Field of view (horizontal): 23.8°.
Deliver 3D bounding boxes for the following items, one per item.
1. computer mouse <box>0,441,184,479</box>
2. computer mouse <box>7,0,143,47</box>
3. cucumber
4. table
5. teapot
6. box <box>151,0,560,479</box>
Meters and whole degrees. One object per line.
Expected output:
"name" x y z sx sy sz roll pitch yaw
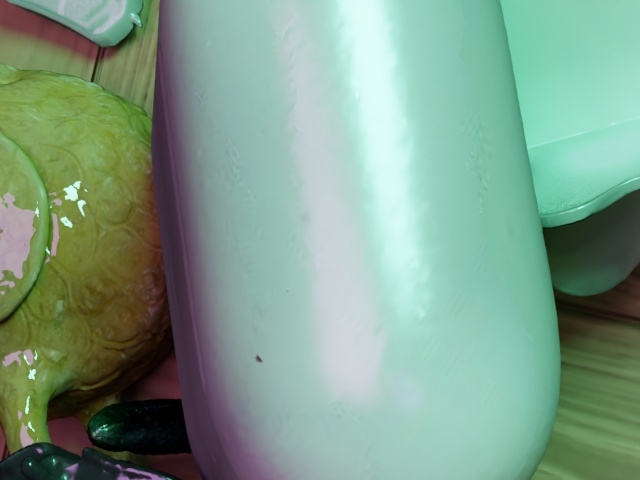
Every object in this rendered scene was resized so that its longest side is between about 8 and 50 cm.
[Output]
"computer mouse" -0.084 0.190 0.798 0.147 0.264 0.088 3 44 31
"computer mouse" -0.151 -0.157 0.943 0.110 0.032 0.056 29 97 14
"cucumber" -0.084 0.101 0.824 0.032 0.133 0.032 -4 82 26
"table" 0.176 -0.062 0.690 0.198 0.166 0.167 -15 77 12
"teapot" -0.178 0.011 0.859 0.203 0.167 0.311 -22 76 20
"box" 0.001 0.000 0.697 0.141 0.349 0.289 -6 79 -9
